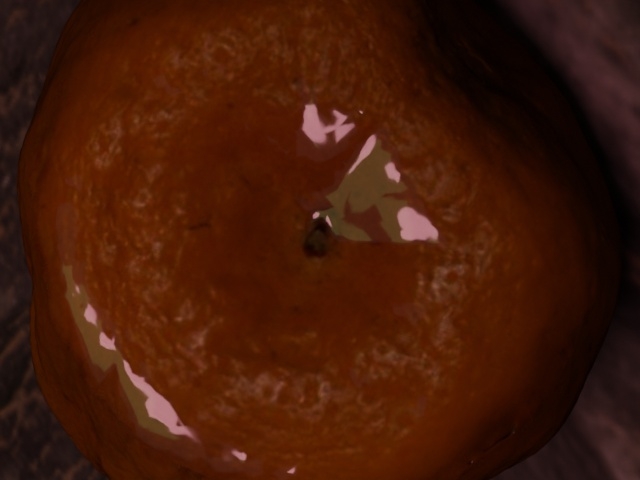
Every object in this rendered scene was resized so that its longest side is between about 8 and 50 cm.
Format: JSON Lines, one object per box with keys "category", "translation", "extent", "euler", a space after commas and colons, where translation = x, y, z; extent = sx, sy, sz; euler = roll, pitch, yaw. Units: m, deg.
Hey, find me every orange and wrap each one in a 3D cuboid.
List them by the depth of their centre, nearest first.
{"category": "orange", "translation": [0.000, 0.000, 0.706], "extent": [0.249, 0.249, 0.183], "euler": [63, 172, 2]}
